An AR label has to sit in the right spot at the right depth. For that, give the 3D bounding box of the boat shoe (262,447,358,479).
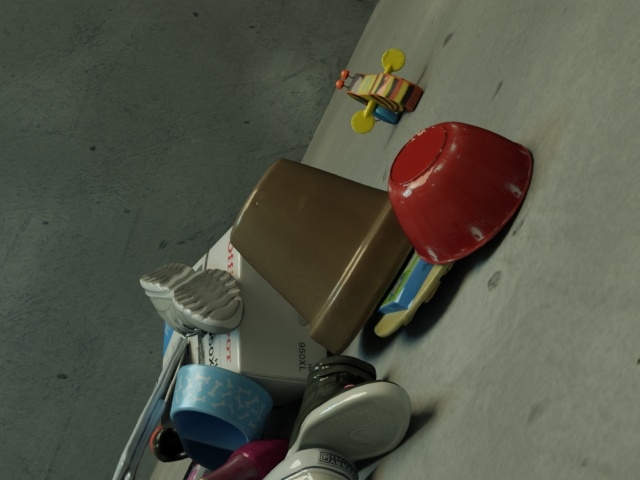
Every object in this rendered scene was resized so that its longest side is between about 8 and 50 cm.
[{"bbox_3d":[-0.079,0.410,0.960,0.367,0.136,0.156,-47,18,28],"label":"boat shoe"}]

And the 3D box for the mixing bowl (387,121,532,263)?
[{"bbox_3d":[0.146,-0.072,0.962,0.181,0.098,0.181,-40,28,26],"label":"mixing bowl"}]

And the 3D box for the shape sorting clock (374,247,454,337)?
[{"bbox_3d":[0.133,0.038,1.058,0.206,0.040,0.206,-57,1,2],"label":"shape sorting clock"}]

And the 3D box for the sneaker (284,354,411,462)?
[{"bbox_3d":[0.032,0.188,0.984,0.295,0.105,0.146,122,166,-55],"label":"sneaker"}]

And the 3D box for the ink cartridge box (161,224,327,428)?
[{"bbox_3d":[-0.153,0.171,1.507,0.395,0.166,0.285,-40,46,51],"label":"ink cartridge box"}]

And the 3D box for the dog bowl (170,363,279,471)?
[{"bbox_3d":[-0.163,0.311,1.361,0.297,0.166,0.074,88,-162,-52],"label":"dog bowl"}]

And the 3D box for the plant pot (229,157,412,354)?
[{"bbox_3d":[0.000,0.000,1.194,0.263,0.229,0.263,-59,-3,-5],"label":"plant pot"}]

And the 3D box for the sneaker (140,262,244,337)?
[{"bbox_3d":[-0.199,0.113,1.362,0.105,0.115,0.281,-30,23,-24],"label":"sneaker"}]

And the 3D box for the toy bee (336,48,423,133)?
[{"bbox_3d":[0.115,-0.329,1.859,0.195,0.162,0.298,-68,10,-21],"label":"toy bee"}]

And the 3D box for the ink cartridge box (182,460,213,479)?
[{"bbox_3d":[-0.316,0.641,1.818,0.370,0.069,0.176,-67,10,-13],"label":"ink cartridge box"}]

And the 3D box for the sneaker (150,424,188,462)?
[{"bbox_3d":[-0.263,0.408,1.822,0.276,0.097,0.135,-34,0,-3],"label":"sneaker"}]

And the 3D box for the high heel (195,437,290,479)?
[{"bbox_3d":[-0.143,0.481,1.320,0.181,0.127,0.377,-17,-40,-43],"label":"high heel"}]

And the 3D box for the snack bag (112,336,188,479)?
[{"bbox_3d":[-0.322,0.380,1.420,0.342,0.037,0.323,-76,9,-61],"label":"snack bag"}]
